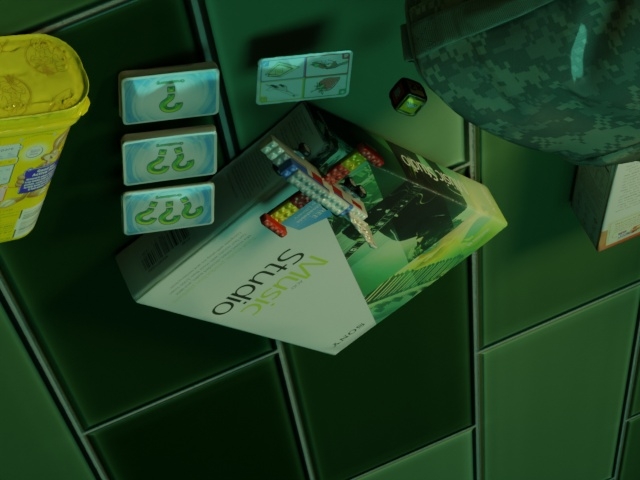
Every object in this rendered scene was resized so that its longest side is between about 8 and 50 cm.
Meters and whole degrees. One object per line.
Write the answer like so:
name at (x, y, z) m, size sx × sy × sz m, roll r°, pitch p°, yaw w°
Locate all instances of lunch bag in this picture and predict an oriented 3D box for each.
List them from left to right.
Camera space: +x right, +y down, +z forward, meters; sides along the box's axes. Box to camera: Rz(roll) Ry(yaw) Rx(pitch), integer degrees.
lunch bag at (0.240, -0.180, 1.361) m, size 0.256 × 0.212 × 0.305 m, roll -5°, pitch 172°, yaw -44°

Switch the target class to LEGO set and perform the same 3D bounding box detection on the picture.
LEGO set at (-0.036, -0.066, 1.494) m, size 0.244 × 0.060 × 0.182 m, roll -7°, pitch 138°, yaw -12°

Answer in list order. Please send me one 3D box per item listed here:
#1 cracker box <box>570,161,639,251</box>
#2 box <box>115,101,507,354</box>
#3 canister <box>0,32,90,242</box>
cracker box at (0.336, -0.095, 1.829) m, size 0.155 × 0.067 × 0.232 m, roll -22°, pitch 154°, yaw -11°
box at (0.000, 0.000, 1.715) m, size 0.232 × 0.058 × 0.322 m, roll -38°, pitch 151°, yaw 22°
canister at (-0.249, -0.067, 1.365) m, size 0.126 × 0.073 × 0.170 m, roll -10°, pitch 150°, yaw -29°
